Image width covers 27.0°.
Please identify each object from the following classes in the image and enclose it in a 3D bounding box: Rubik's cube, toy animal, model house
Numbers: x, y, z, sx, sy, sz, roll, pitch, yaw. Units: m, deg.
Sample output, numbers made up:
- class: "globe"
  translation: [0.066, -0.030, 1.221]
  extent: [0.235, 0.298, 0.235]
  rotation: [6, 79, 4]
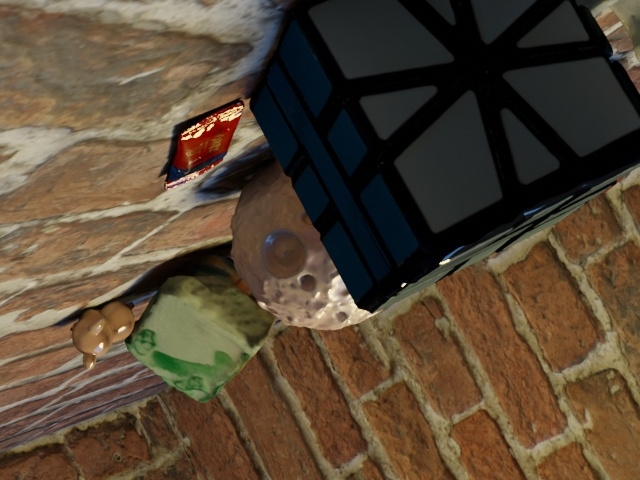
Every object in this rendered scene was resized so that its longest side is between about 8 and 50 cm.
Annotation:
- class: "Rubik's cube"
  translation: [0.127, -0.122, 1.373]
  extent: [0.294, 0.288, 0.283]
  rotation: [-28, 172, -15]
- class: "toy animal"
  translation: [-0.364, 0.147, 2.243]
  extent: [0.089, 0.083, 0.150]
  rotation: [-9, -158, 31]
- class: "model house"
  translation: [-0.162, 0.082, 2.353]
  extent: [0.325, 0.194, 0.267]
  rotation: [-56, -175, -39]

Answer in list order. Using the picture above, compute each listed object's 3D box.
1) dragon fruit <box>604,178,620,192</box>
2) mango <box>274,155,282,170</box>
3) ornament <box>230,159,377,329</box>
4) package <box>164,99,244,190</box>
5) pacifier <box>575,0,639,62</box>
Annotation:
- class: "dragon fruit"
  translation: [0.478, -0.183, 2.497]
  extent: [0.250, 0.250, 0.315]
  rotation: [-28, -170, 5]
- class: "mango"
  translation: [0.008, -0.131, 1.610]
  extent: [0.141, 0.102, 0.217]
  rotation: [-51, -176, -15]
- class: "ornament"
  translation: [0.000, 0.000, 1.835]
  extent: [0.259, 0.259, 0.225]
  rotation: [-31, 173, 27]
- class: "package"
  translation: [-0.135, -0.106, 1.533]
  extent: [0.083, 0.022, 0.200]
  rotation: [-26, 171, -17]
- class: "pacifier"
  translation: [0.378, -0.277, 1.523]
  extent: [0.227, 0.207, 0.279]
  rotation: [-44, -177, -34]
